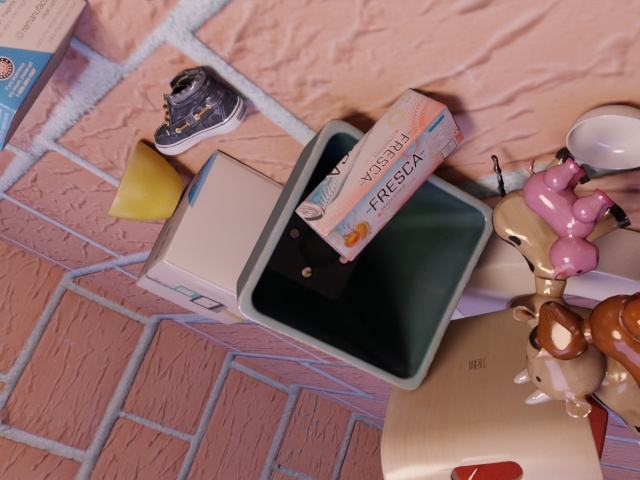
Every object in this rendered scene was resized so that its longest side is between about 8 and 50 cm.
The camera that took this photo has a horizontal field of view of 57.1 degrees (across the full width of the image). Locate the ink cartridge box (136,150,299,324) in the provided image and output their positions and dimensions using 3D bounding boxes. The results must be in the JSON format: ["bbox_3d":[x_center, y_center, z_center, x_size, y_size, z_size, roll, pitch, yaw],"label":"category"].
[{"bbox_3d":[-0.170,0.012,1.016,0.197,0.198,0.270,28,159,-18],"label":"ink cartridge box"}]

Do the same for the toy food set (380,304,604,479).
[{"bbox_3d":[0.208,0.190,0.731,0.219,0.306,0.092,-14,111,20],"label":"toy food set"}]

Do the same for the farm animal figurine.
[{"bbox_3d":[0.272,0.091,0.559,0.327,0.330,0.172,41,114,-11],"label":"farm animal figurine"}]

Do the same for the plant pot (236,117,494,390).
[{"bbox_3d":[0.030,0.013,0.801,0.248,0.247,0.252,27,176,-16],"label":"plant pot"}]

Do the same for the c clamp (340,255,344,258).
[{"bbox_3d":[0.000,0.000,1.070,0.137,0.022,0.161,19,159,5],"label":"c clamp"}]

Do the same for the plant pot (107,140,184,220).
[{"bbox_3d":[-0.285,-0.086,0.984,0.095,0.134,0.134,22,159,-20],"label":"plant pot"}]

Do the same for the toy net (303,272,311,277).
[{"bbox_3d":[0.040,0.139,1.343,0.122,0.045,0.232,3,156,19],"label":"toy net"}]

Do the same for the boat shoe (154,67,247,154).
[{"bbox_3d":[-0.183,-0.173,0.779,0.183,0.065,0.083,-10,142,42],"label":"boat shoe"}]

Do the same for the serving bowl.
[{"bbox_3d":[0.281,-0.102,0.561,0.083,0.027,0.083,18,159,7],"label":"serving bowl"}]

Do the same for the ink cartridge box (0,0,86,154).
[{"bbox_3d":[-0.429,-0.247,0.669,0.232,0.171,0.168,31,156,-25],"label":"ink cartridge box"}]

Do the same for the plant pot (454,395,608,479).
[{"bbox_3d":[0.418,0.374,1.215,0.267,0.236,0.267,25,-170,-11],"label":"plant pot"}]

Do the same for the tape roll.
[{"bbox_3d":[0.389,0.096,0.876,0.392,0.072,0.392,18,158,7],"label":"tape roll"}]

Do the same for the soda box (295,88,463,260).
[{"bbox_3d":[0.063,-0.070,0.623,0.063,0.183,0.058,41,177,45],"label":"soda box"}]
